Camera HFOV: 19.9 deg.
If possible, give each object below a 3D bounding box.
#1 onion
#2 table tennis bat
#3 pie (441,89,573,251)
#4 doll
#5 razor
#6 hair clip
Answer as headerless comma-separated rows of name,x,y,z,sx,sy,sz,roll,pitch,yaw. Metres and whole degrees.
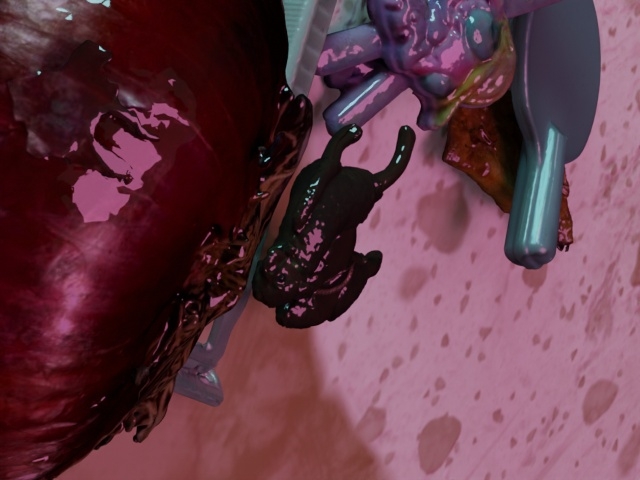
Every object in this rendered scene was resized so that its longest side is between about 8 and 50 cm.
onion,-0.136,-0.037,0.848,0.314,0.232,0.314,-62,-175,9
table tennis bat,0.170,-0.093,1.351,0.149,0.038,0.237,36,59,-57
pie,0.144,-0.062,1.371,0.191,0.033,0.088,34,67,-48
doll,0.000,0.000,1.132,0.165,0.057,0.139,-50,160,-48
razor,-0.043,-0.039,1.115,0.111,0.056,0.278,28,82,-52
hair clip,0.104,-0.167,1.226,0.278,0.090,0.137,-41,130,-36
